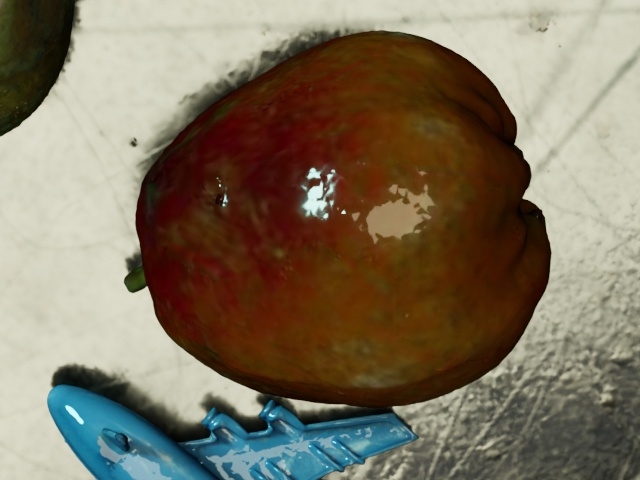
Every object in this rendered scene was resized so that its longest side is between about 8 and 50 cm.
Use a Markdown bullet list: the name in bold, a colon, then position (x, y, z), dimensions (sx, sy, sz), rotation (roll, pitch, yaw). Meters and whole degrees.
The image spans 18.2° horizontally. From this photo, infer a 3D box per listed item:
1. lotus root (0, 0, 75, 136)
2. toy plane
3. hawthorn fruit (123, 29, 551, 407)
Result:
- **lotus root**: position (-0.216, -0.182, 1.128), dimensions (0.152, 0.160, 0.275), rotation (-1, 97, -32)
- **toy plane**: position (-0.058, 0.180, 1.214), dimensions (0.271, 0.105, 0.254), rotation (42, 78, -13)
- **hawthorn fruit**: position (0.000, 0.000, 1.148), dimensions (0.260, 0.224, 0.224), rotation (-13, 98, 12)
